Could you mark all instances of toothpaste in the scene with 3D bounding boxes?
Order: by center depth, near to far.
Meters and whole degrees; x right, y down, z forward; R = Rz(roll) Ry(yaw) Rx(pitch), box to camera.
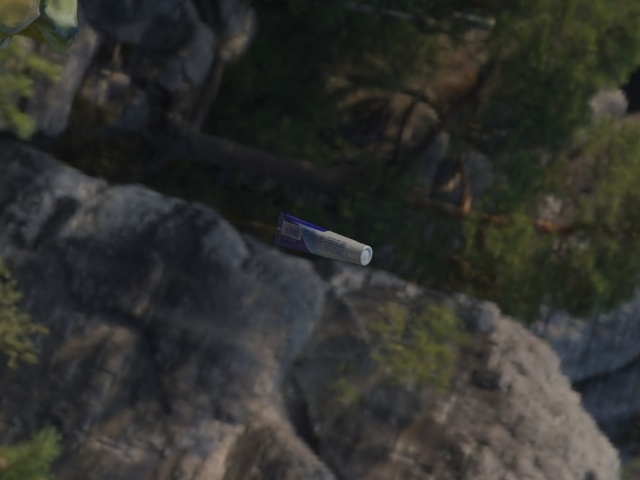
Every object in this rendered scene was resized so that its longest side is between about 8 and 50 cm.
[{"bbox_3d":[0.000,0.000,0.954,0.015,0.083,0.024,3,101,-53],"label":"toothpaste"}]

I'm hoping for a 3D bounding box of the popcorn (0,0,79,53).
[{"bbox_3d":[-0.172,-0.140,0.552,0.173,0.142,0.173,-1,90,-76],"label":"popcorn"}]
